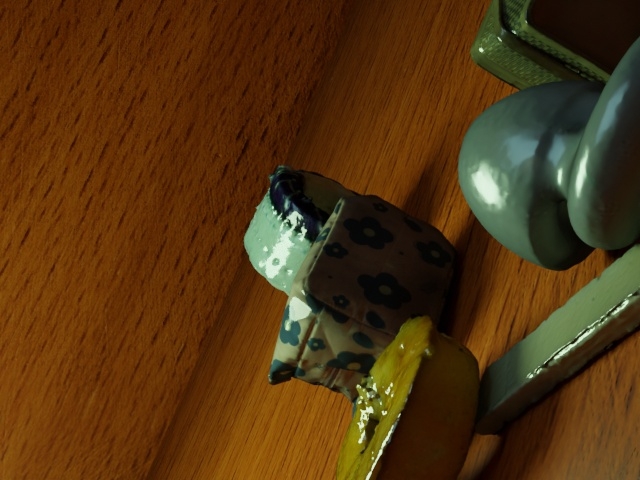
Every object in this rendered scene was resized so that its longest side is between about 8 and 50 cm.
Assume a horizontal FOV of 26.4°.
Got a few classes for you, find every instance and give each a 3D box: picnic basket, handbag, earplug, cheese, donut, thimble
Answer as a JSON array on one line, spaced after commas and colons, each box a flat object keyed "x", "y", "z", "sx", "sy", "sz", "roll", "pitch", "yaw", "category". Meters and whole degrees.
[{"x": 0.299, "y": -0.285, "z": 1.524, "sx": 0.266, "sy": 0.165, "sz": 0.139, "roll": -66, "pitch": 13, "yaw": -16, "category": "picnic basket"}, {"x": 0.051, "y": 0.091, "z": 1.737, "sx": 0.193, "sy": 0.190, "sz": 0.251, "roll": -62, "pitch": 1, "yaw": 38, "category": "handbag"}, {"x": 0.246, "y": -0.085, "z": 1.236, "sx": 0.214, "sy": 0.175, "sz": 0.325, "roll": -53, "pitch": 5, "yaw": -24, "category": "earplug"}, {"x": 0.249, "y": 0.068, "z": 1.235, "sx": 0.400, "sy": 0.034, "sz": 0.085, "roll": -49, "pitch": 18, "yaw": 51, "category": "cheese"}, {"x": 0.081, "y": 0.201, "z": 1.411, "sx": 0.253, "sy": 0.118, "sz": 0.253, "roll": -161, "pitch": 90, "yaw": -88, "category": "donut"}, {"x": 0.000, "y": 0.000, "z": 2.054, "sx": 0.150, "sy": 0.237, "sz": 0.237, "roll": -59, "pitch": 11, "yaw": 17, "category": "thimble"}]
